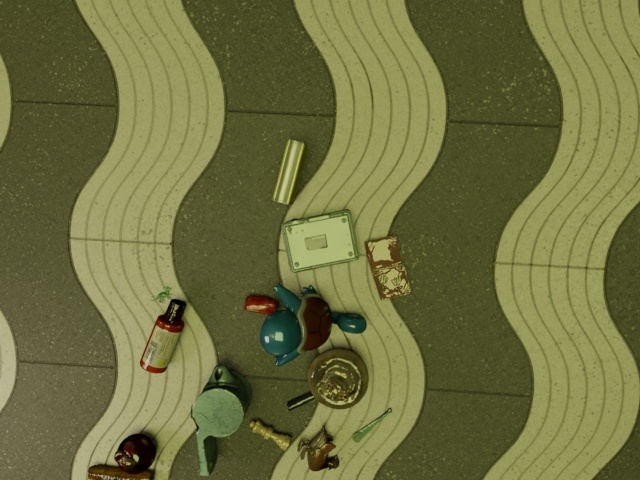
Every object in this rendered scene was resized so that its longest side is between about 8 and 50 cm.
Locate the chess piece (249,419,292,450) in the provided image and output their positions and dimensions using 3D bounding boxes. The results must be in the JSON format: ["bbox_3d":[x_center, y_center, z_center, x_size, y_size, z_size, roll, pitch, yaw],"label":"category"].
[{"bbox_3d":[-0.197,0.745,1.801,0.172,0.060,0.060,28,97,2],"label":"chess piece"}]

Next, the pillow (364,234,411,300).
[{"bbox_3d":[0.246,0.099,1.715,0.126,0.043,0.233,-16,94,5],"label":"pillow"}]

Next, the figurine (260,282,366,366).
[{"bbox_3d":[-0.051,0.304,1.649,0.416,0.243,0.298,-1,104,-37],"label":"figurine"}]

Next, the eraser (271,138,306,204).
[{"bbox_3d":[-0.106,-0.234,1.637,0.069,0.158,0.226,16,96,-1],"label":"eraser"}]

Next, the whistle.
[{"bbox_3d":[-0.396,0.665,1.742,0.188,0.168,0.405,29,96,-1],"label":"whistle"}]

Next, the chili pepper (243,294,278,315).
[{"bbox_3d":[-0.220,0.241,1.740,0.123,0.073,0.070,9,64,-1],"label":"chili pepper"}]

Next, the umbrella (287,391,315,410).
[{"bbox_3d":[-0.068,0.611,1.791,0.133,0.031,0.036,-25,96,4],"label":"umbrella"}]

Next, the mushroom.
[{"bbox_3d":[0.063,0.504,1.701,0.226,0.178,0.227,0,92,11],"label":"mushroom"}]

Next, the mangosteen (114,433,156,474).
[{"bbox_3d":[-0.709,0.820,1.785,0.152,0.152,0.153,0,96,3],"label":"mangosteen"}]

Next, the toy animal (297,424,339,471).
[{"bbox_3d":[0.012,0.799,1.788,0.179,0.089,0.188,21,97,-17],"label":"toy animal"}]

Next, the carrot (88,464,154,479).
[{"bbox_3d":[-0.787,0.928,1.842,0.260,0.070,0.070,7,96,4],"label":"carrot"}]

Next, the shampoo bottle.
[{"bbox_3d":[-0.579,0.351,1.748,0.104,0.104,0.278,24,97,0],"label":"shampoo bottle"}]

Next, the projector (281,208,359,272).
[{"bbox_3d":[0.000,0.000,1.687,0.256,0.099,0.192,-11,94,3],"label":"projector"}]

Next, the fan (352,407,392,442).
[{"bbox_3d":[0.201,0.709,1.798,0.193,0.016,0.038,-41,96,7],"label":"fan"}]

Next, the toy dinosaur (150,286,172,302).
[{"bbox_3d":[-0.605,0.206,1.776,0.083,0.021,0.062,6,89,-2],"label":"toy dinosaur"}]
